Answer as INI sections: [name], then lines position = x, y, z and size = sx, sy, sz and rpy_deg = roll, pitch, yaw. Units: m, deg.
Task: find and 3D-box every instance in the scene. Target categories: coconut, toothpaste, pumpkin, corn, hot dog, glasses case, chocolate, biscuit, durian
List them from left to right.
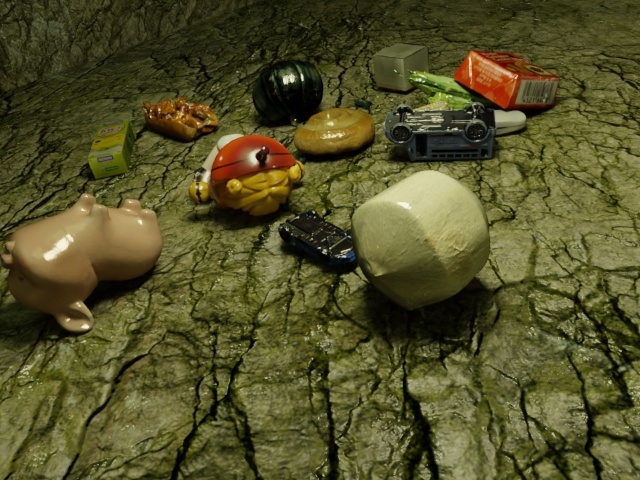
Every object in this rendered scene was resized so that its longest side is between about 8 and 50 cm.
[toothpaste]
position = -0.706, -0.314, 1.883
size = 0.110, 0.077, 0.327
rpy_deg = -14, 34, -5
[hot dog]
position = -0.514, -0.453, 2.003
size = 0.158, 0.117, 0.349
rpy_deg = -33, 39, -31
[pumpkin]
position = -0.109, -0.496, 1.899
size = 0.250, 0.216, 0.250
rpy_deg = -11, 1, 0
[biscuit]
position = 0.059, -0.341, 1.689
size = 0.213, 0.091, 0.274
rpy_deg = 8, 30, 23
[coconut]
position = 0.173, 0.006, 1.028
size = 0.247, 0.245, 0.245
rpy_deg = -31, 39, -26
[corn]
position = 0.300, -0.365, 1.683
size = 0.211, 0.087, 0.087
rpy_deg = -15, 34, -4
[durian]
position = 0.407, -0.466, 1.764
size = 0.375, 0.106, 0.132
rpy_deg = 10, 43, -8
[glasses case]
position = 0.477, -0.340, 1.617
size = 0.234, 0.059, 0.092
rpy_deg = -8, 32, 5
[chocolate]
position = 0.573, -0.493, 1.695
size = 0.237, 0.108, 0.235
rpy_deg = -10, 41, -32

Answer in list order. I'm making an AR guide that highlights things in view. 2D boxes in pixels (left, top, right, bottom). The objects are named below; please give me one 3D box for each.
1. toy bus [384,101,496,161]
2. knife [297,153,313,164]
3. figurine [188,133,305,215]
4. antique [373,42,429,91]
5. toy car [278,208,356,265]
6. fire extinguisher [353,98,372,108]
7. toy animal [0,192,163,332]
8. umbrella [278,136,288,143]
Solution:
[toy bus]
position = 0.326, -0.292, 1.523
size = 0.292, 0.133, 0.125
rpy_deg = 1, 40, 13
[knife]
position = -0.052, -0.235, 1.643
size = 0.031, 0.018, 0.121
rpy_deg = 2, 37, 21
[figurine]
position = -0.184, -0.178, 1.431
size = 0.320, 0.196, 0.323
rpy_deg = -17, 23, -21
[antique]
position = 0.296, -0.626, 2.014
size = 0.152, 0.147, 0.147
rpy_deg = -35, 40, -31
[toy car]
position = 0.000, 0.000, 1.237
size = 0.103, 0.063, 0.216
rpy_deg = -34, 46, -31
[fire extinguisher]
position = 0.143, -0.480, 1.950
size = 0.038, 0.025, 0.083
rpy_deg = -48, 45, -12
[toy animal]
position = -0.508, 0.032, 1.200
size = 0.326, 0.269, 0.237
rpy_deg = 4, 18, -45
[umbrella]
position = -0.140, -0.307, 1.778
size = 0.022, 0.013, 0.122
rpy_deg = -6, 28, 48
